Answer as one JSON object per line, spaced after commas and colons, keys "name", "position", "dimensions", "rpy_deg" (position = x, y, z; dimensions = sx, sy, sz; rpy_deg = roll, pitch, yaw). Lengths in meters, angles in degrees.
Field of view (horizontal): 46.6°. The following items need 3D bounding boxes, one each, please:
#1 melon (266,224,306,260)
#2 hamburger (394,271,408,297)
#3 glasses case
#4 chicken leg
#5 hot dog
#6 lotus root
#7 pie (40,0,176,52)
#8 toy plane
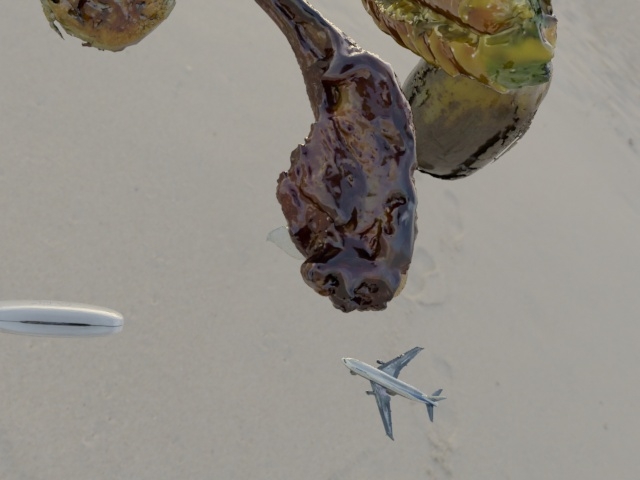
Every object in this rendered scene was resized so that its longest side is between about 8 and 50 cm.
{"name": "melon", "position": [0.001, -0.005, 1.479], "dimensions": [0.202, 0.093, 0.139], "rpy_deg": [4, 21, 18]}
{"name": "hamburger", "position": [0.129, 0.049, 1.624], "dimensions": [0.182, 0.118, 0.191], "rpy_deg": [-42, 127, -61]}
{"name": "glasses case", "position": [-0.455, 0.134, 1.264], "dimensions": [0.233, 0.059, 0.092], "rpy_deg": [6, 4, -25]}
{"name": "chicken leg", "position": [0.009, -0.126, 0.757], "dimensions": [0.096, 0.158, 0.407], "rpy_deg": [169, -96, -76]}
{"name": "hot dog", "position": [0.078, -0.171, 0.479], "dimensions": [0.072, 0.115, 0.269], "rpy_deg": [-5, 24, -10]}
{"name": "lotus root", "position": [0.223, -0.212, 1.178], "dimensions": [0.196, 0.179, 0.397], "rpy_deg": [38, -20, 0]}
{"name": "pie", "position": [-0.439, -0.517, 1.477], "dimensions": [0.308, 0.308, 0.085], "rpy_deg": [32, 29, -24]}
{"name": "toy plane", "position": [0.146, 0.294, 1.523], "dimensions": [0.226, 0.058, 0.226], "rpy_deg": [20, 53, 8]}
